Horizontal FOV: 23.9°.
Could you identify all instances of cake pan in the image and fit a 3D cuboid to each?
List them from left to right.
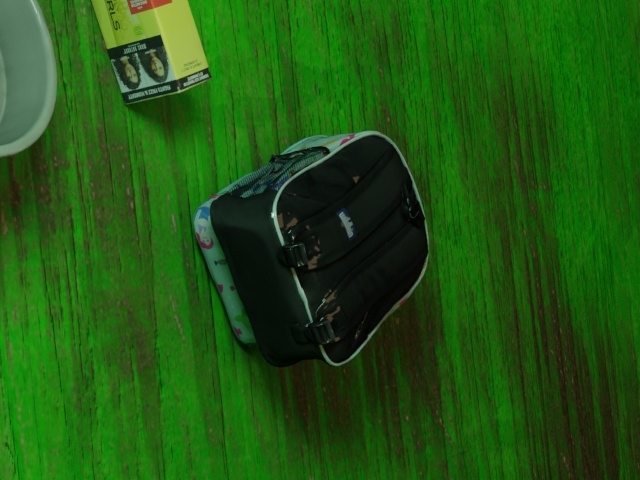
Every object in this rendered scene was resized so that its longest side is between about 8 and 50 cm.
[{"bbox_3d":[-0.350,-0.195,1.310,0.293,0.054,0.293,41,34,-37],"label":"cake pan"}]

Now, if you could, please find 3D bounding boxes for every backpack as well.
[{"bbox_3d":[0.000,0.000,1.665,0.253,0.191,0.225,-38,116,-39],"label":"backpack"}]

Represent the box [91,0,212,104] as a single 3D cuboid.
[{"bbox_3d":[-0.192,-0.263,1.557,0.058,0.087,0.232,-29,108,-49],"label":"box"}]
